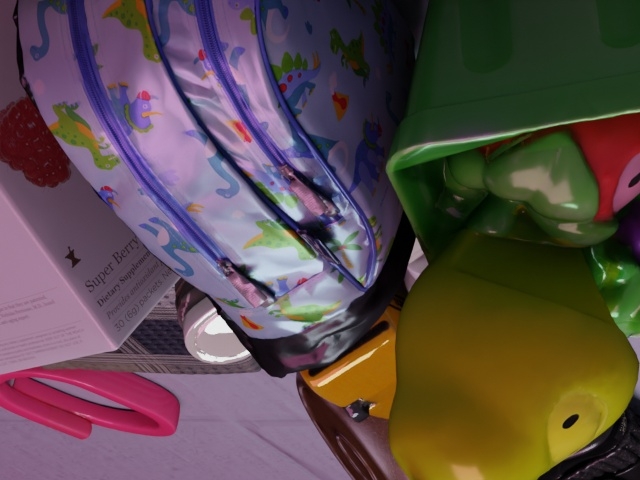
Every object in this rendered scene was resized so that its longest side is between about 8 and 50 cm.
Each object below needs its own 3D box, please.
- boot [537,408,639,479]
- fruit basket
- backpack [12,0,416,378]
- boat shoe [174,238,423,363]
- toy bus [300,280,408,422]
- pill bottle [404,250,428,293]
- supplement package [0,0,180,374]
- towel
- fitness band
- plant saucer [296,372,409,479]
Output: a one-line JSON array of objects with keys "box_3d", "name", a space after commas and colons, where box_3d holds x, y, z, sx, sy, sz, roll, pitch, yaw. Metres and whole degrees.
[{"box_3d": [0.280, 0.279, 1.981, 0.348, 0.131, 0.260, -11, 149, 38], "name": "boot"}, {"box_3d": [0.182, 0.023, 1.139, 0.283, 0.392, 0.392, -9, 152, 12], "name": "fruit basket"}, {"box_3d": [-0.059, -0.110, 1.124, 0.273, 0.290, 0.355, -21, 134, 41], "name": "backpack"}, {"box_3d": [-0.002, -0.003, 1.429, 0.305, 0.091, 0.109, -32, 135, 7], "name": "boat shoe"}, {"box_3d": [0.070, 0.112, 1.619, 0.108, 0.130, 0.332, -35, 160, 12], "name": "toy bus"}, {"box_3d": [0.149, 0.039, 1.524, 0.117, 0.118, 0.208, -1, 153, 25], "name": "pill bottle"}, {"box_3d": [-0.248, -0.065, 1.242, 0.175, 0.177, 0.293, -14, 117, 43], "name": "supplement package"}, {"box_3d": [-0.262, 0.090, 1.900, 0.324, 0.056, 0.312, 0, 157, 18], "name": "towel"}, {"box_3d": [-0.334, 0.218, 2.198, 0.291, 0.054, 0.209, 27, 148, -35], "name": "fitness band"}, {"box_3d": [0.060, 0.252, 1.869, 0.310, 0.050, 0.310, 50, 168, 15], "name": "plant saucer"}]
